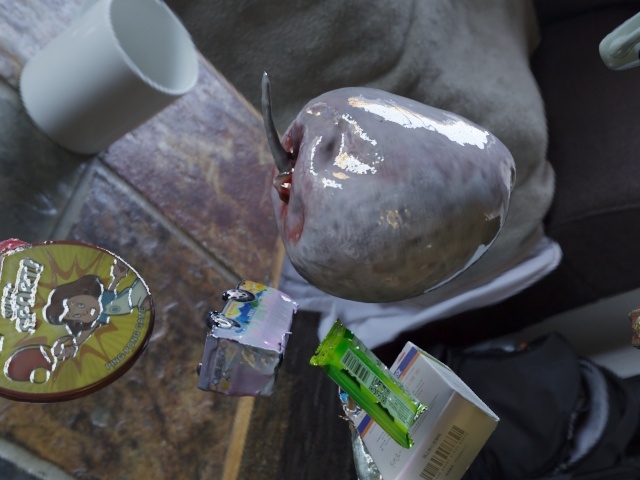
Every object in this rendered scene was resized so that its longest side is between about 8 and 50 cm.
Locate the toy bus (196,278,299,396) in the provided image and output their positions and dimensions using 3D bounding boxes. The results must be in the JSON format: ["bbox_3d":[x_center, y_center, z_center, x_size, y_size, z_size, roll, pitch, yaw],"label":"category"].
[{"bbox_3d":[-0.116,0.159,1.305,0.317,0.138,0.112,-81,-176,-77],"label":"toy bus"}]

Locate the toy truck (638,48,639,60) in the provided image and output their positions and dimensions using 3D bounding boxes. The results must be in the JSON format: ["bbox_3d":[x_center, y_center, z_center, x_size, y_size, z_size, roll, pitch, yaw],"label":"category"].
[{"bbox_3d":[0.310,-0.130,0.662,0.090,0.056,0.073,62,4,-18],"label":"toy truck"}]

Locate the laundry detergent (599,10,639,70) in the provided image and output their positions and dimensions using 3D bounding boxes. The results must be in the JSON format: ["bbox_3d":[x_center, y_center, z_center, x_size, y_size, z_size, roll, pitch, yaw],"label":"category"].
[{"bbox_3d":[0.715,-0.447,1.629,0.105,0.215,0.280,65,-7,0],"label":"laundry detergent"}]

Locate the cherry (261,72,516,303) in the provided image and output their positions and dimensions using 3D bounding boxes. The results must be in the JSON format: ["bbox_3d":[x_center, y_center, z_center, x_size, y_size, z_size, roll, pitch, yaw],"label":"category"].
[{"bbox_3d":[0.086,-0.061,1.069,0.326,0.335,0.291,-45,144,-71],"label":"cherry"}]

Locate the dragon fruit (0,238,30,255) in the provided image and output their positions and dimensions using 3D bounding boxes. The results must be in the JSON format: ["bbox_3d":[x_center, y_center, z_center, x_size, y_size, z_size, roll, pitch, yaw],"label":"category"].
[{"bbox_3d":[-0.494,0.062,1.345,0.190,0.094,0.094,38,24,25],"label":"dragon fruit"}]

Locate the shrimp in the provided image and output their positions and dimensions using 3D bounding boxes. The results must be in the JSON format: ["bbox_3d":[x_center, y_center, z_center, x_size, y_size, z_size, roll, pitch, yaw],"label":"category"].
[{"bbox_3d":[0.145,0.524,2.018,0.110,0.221,0.446,1,45,-27],"label":"shrimp"}]

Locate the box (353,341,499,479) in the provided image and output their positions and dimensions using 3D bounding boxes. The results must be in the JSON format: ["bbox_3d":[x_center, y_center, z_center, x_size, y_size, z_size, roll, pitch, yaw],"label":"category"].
[{"bbox_3d":[0.181,0.327,1.445,0.106,0.200,0.299,33,3,-13],"label":"box"}]

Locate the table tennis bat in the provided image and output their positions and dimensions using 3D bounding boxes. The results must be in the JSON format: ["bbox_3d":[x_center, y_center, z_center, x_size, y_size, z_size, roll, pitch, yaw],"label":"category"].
[{"bbox_3d":[-0.461,0.117,1.204,0.414,0.051,0.268,2,58,-7],"label":"table tennis bat"}]

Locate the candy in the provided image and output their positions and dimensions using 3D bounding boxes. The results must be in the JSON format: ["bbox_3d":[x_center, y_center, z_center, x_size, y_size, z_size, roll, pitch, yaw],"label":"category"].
[{"bbox_3d":[0.068,0.193,1.073,0.178,0.032,0.102,45,30,-5],"label":"candy"}]

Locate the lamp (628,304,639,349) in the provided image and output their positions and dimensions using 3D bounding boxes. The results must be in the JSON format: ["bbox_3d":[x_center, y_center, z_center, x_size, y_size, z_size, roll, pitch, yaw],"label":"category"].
[{"bbox_3d":[0.667,0.145,1.412,0.274,0.177,0.177,114,-44,-77],"label":"lamp"}]
